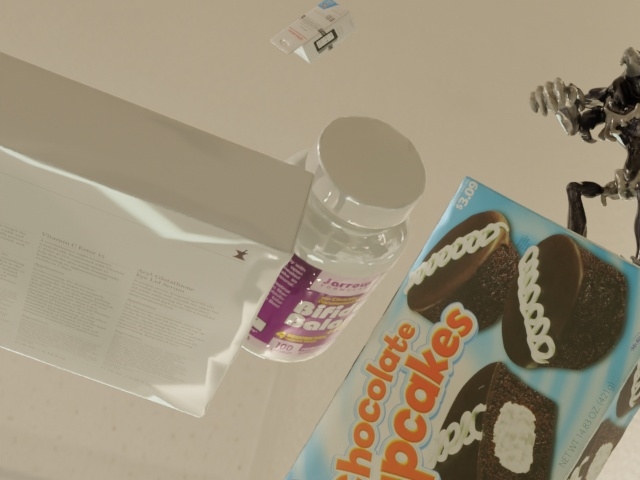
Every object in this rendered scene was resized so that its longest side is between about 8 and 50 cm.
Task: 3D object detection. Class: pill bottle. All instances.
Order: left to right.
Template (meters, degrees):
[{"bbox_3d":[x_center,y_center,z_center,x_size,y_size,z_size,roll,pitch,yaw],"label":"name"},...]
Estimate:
[{"bbox_3d":[0.000,0.000,1.343,0.169,0.301,0.169,13,-128,-17],"label":"pill bottle"}]

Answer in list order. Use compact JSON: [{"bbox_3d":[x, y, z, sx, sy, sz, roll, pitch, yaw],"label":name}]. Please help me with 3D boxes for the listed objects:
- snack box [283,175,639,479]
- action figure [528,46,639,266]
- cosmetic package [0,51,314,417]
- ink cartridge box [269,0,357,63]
[{"bbox_3d":[0.103,0.135,0.856,0.187,0.322,0.060,32,-177,35],"label":"snack box"},{"bbox_3d":[0.279,-0.090,1.075,0.164,0.141,0.275,2,-118,28],"label":"action figure"},{"bbox_3d":[-0.228,-0.010,0.999,0.377,0.284,0.097,21,-127,-8],"label":"cosmetic package"},{"bbox_3d":[-0.008,-0.224,1.300,0.083,0.028,0.048,-36,-139,-9],"label":"ink cartridge box"}]
